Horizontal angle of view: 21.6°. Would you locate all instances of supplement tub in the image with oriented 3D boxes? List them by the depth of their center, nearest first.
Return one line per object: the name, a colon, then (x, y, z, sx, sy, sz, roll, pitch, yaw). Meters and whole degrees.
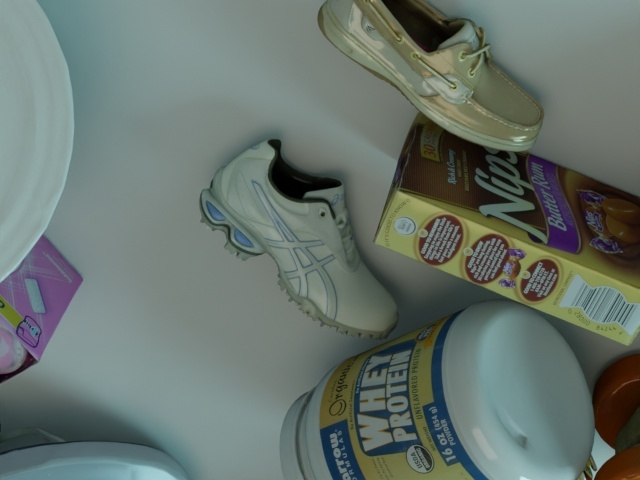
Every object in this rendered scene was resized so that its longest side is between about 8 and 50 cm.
supplement tub: (0.081, 0.137, 1.214, 0.199, 0.144, 0.144, -27, 114, 40)

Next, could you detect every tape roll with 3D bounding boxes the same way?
tape roll: (-0.306, -0.077, 1.107, 0.286, 0.100, 0.286, 0, 92, -12)

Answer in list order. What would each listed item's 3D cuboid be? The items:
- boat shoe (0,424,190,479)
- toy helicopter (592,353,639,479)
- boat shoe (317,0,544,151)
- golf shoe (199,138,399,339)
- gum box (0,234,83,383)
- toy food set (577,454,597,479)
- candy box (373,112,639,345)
boat shoe: (-0.295, 0.213, 1.376, 0.367, 0.156, 0.136, -12, 119, -14)
toy helicopter: (0.367, 0.123, 1.157, 0.235, 0.140, 0.355, 37, 120, -13)
boat shoe: (0.081, -0.121, 1.102, 0.170, 0.063, 0.059, 31, 130, -7)
golf shoe: (0.000, 0.000, 1.202, 0.176, 0.069, 0.086, 38, 117, -14)
gum box: (-0.273, 0.005, 1.241, 0.062, 0.107, 0.188, -30, 112, 28)
toy food set: (0.189, 0.158, 1.254, 0.020, 0.082, 0.083, -23, 110, 1)
candy box: (0.137, -0.010, 1.135, 0.186, 0.109, 0.053, 20, 126, -1)
